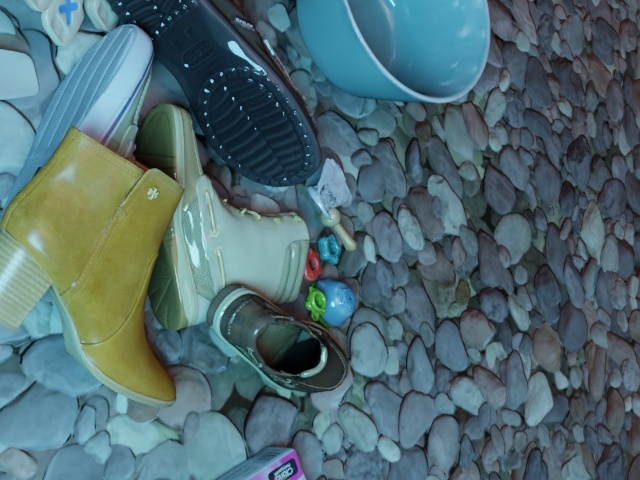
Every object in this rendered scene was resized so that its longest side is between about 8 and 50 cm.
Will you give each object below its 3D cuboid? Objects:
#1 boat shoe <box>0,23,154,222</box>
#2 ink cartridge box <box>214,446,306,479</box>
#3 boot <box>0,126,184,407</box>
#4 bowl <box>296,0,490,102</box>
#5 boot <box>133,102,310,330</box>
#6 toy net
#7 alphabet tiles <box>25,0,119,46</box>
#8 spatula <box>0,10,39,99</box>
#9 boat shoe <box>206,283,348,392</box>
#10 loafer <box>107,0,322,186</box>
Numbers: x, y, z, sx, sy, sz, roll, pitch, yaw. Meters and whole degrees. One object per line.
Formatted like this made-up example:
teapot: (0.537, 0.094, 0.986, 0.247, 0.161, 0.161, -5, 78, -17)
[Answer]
boat shoe: (-0.256, -0.096, 0.942, 0.094, 0.109, 0.302, 39, 68, -44)
ink cartridge box: (-0.051, 0.454, 1.024, 0.176, 0.069, 0.370, -24, 99, -41)
boot: (-0.198, 0.035, 0.884, 0.211, 0.104, 0.295, -55, 135, -9)
bowl: (0.086, -0.331, 1.234, 0.312, 0.163, 0.311, 9, 76, -39)
boot: (-0.114, -0.035, 1.038, 0.203, 0.095, 0.261, -8, 93, -40)
toy net: (0.000, 0.000, 1.165, 0.122, 0.045, 0.232, 11, 69, -48)
alphabet tiles: (-0.267, -0.366, 0.923, 0.284, 0.021, 0.278, 66, 37, -61)
spatula: (-0.387, -0.218, 0.844, 0.242, 0.019, 0.168, -24, 101, -64)
boat shoe: (-0.032, 0.142, 1.040, 0.257, 0.095, 0.095, 34, 85, -48)
loafer: (-0.109, -0.228, 1.061, 0.366, 0.134, 0.130, 55, 30, -27)
